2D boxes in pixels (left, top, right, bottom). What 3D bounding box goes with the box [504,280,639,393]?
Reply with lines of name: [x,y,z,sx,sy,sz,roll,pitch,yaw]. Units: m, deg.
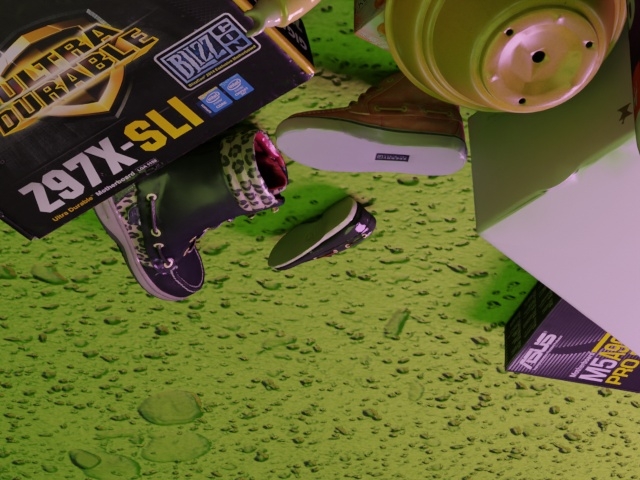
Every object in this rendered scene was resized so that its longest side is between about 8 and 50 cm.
box: [0.341,0.074,2.014,0.216,0.060,0.270,10,147,-13]

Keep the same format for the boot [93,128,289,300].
boot: [-0.111,-0.022,1.866,0.178,0.085,0.236,-10,146,15]

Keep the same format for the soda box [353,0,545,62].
soda box: [0.116,-0.179,1.623,0.183,0.058,0.063,23,142,-31]

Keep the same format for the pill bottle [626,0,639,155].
pill bottle: [0.321,-0.149,1.406,0.181,0.323,0.181,2,148,1]

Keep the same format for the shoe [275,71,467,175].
shoe: [0.046,-0.110,1.714,0.178,0.081,0.063,5,148,-10]

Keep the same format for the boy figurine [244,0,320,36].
boy figurine: [-0.030,-0.244,1.441,0.285,0.177,0.092,-2,-168,-21]

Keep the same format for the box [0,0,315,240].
box: [-0.206,-0.155,1.598,0.322,0.079,0.257,-29,139,19]

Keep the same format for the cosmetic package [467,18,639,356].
cosmetic package: [0.324,-0.015,1.728,0.197,0.155,0.365,-31,128,29]

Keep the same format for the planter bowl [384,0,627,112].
planter bowl: [0.166,-0.171,1.533,0.217,0.090,0.217,-7,131,-8]

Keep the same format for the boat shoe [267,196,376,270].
boat shoe: [0.000,0.001,1.929,0.133,0.049,0.042,-30,128,34]
